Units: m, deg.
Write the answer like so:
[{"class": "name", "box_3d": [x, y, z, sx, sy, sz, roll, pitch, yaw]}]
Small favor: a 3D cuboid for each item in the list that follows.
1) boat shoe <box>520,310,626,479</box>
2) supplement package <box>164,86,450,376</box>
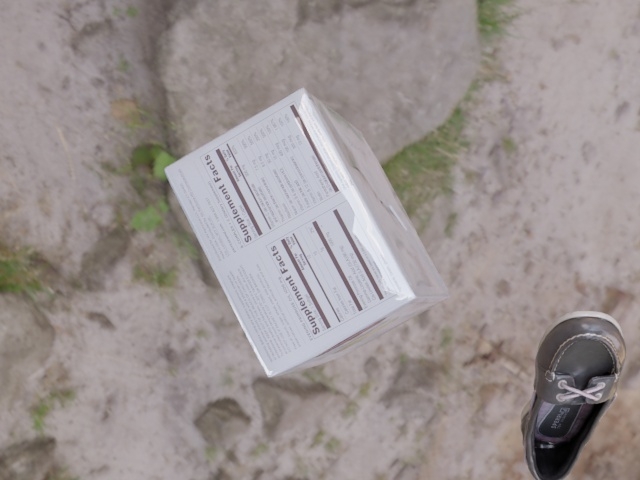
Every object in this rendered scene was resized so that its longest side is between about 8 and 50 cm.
[{"class": "boat shoe", "box_3d": [0.323, 0.210, 1.396, 0.112, 0.096, 0.335, 2, 145, 1]}, {"class": "supplement package", "box_3d": [0.000, 0.000, 1.022, 0.145, 0.204, 0.262, -29, 171, 11]}]
